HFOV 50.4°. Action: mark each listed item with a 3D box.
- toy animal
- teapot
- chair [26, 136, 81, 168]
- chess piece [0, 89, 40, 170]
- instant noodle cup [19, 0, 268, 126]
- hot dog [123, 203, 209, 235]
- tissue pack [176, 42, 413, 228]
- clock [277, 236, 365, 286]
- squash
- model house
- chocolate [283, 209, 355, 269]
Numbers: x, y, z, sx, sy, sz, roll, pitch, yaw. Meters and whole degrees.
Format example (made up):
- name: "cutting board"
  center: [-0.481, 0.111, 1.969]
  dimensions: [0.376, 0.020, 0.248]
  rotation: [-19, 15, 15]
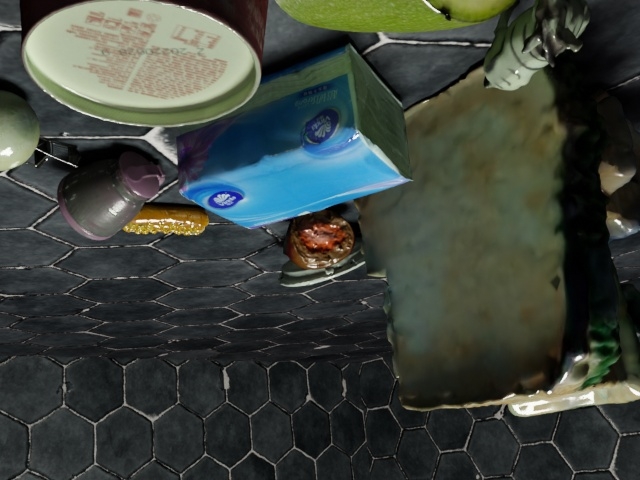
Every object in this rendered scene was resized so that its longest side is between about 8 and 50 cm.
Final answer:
- name: "toy animal"
  center: [0.214, -0.206, 0.682]
  dimensions: [0.073, 0.176, 0.217]
  rotation: [27, 157, -2]
- name: "teapot"
  center: [-0.310, -0.071, 1.058]
  dimensions: [0.146, 0.116, 0.148]
  rotation: [-26, 151, 24]
- name: "chair"
  center: [-0.394, -0.124, 0.978]
  dimensions: [0.042, 0.037, 0.086]
  rotation: [-32, 146, 31]
- name: "chess piece"
  center: [-0.466, -0.113, 0.864]
  dimensions: [0.243, 0.133, 0.133]
  rotation: [-17, 160, 16]
- name: "instant noodle cup"
  center: [-0.141, -0.212, 0.551]
  dimensions: [0.234, 0.178, 0.235]
  rotation: [-3, 162, -1]
- name: "hot dog"
  center: [-0.292, -0.038, 1.266]
  dimensions: [0.165, 0.045, 0.071]
  rotation: [2, 163, -25]
- name: "tissue pack"
  center: [-0.033, -0.124, 0.917]
  dimensions: [0.263, 0.146, 0.198]
  rotation: [-14, 160, 24]
- name: "clock"
  center: [0.013, 0.032, 1.475]
  dimensions: [0.236, 0.053, 0.236]
  rotation: [-20, -167, 5]
- name: "squash"
  center: [0.063, -0.291, 0.633]
  dimensions: [0.189, 0.189, 0.260]
  rotation: [5, -165, -31]
- name: "model house"
  center: [0.328, 0.017, 0.997]
  dimensions: [0.400, 0.445, 0.395]
  rotation: [11, 154, -37]
- name: "chocolate"
  center: [0.000, 0.000, 1.339]
  dimensions: [0.133, 0.124, 0.127]
  rotation: [18, -166, 4]
